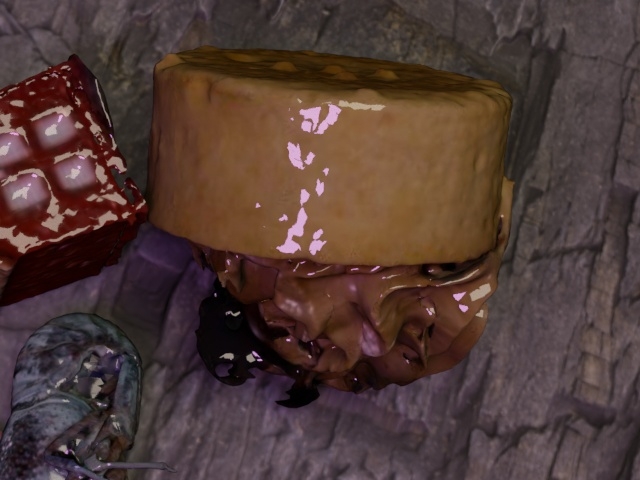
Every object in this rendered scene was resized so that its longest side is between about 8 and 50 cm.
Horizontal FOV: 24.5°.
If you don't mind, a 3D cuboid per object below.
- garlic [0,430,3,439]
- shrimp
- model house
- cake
[{"bbox_3d":[-0.328,0.132,1.258,0.084,0.066,0.152,-33,84,-26],"label":"garlic"},{"bbox_3d":[-0.201,0.225,1.213,0.137,0.172,0.372,5,63,-23],"label":"shrimp"},{"bbox_3d":[-0.296,-0.020,1.253,0.254,0.196,0.160,-26,83,-24],"label":"model house"},{"bbox_3d":[0.000,0.002,1.293,0.332,0.332,0.321,-1,104,-19],"label":"cake"}]
